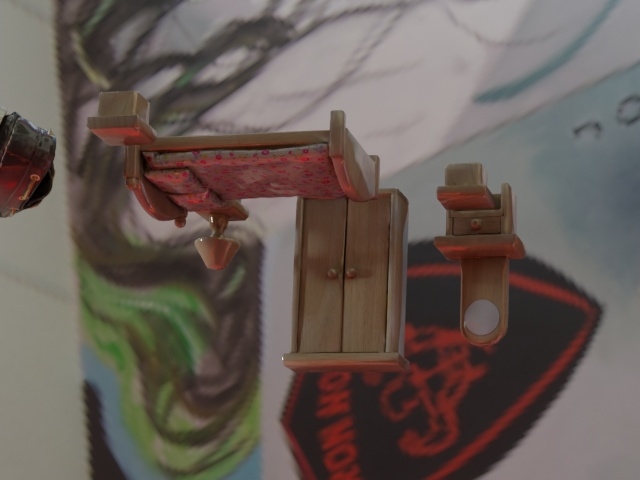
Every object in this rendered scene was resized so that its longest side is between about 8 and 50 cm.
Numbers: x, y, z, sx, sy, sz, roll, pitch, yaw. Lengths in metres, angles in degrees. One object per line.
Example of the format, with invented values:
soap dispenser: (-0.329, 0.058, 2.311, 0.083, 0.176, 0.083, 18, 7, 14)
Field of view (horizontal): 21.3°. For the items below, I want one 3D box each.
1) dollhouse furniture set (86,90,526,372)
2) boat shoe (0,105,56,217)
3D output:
dollhouse furniture set: (0.000, 0.000, 1.490, 0.355, 0.303, 0.174, 41, -131, -68)
boat shoe: (-0.269, -0.056, 1.494, 0.068, 0.228, 0.081, 22, -103, -5)
